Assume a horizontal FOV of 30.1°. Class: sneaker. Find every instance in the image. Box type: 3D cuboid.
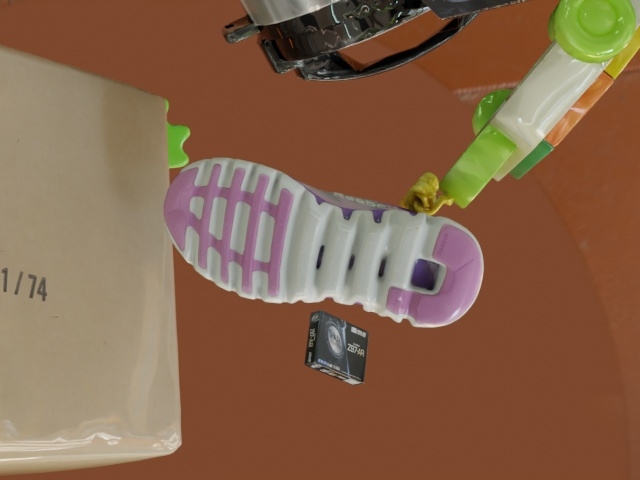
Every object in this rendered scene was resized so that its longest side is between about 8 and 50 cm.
[{"bbox_3d":[0.000,0.000,0.891,0.236,0.104,0.095,15,98,-3],"label":"sneaker"}]

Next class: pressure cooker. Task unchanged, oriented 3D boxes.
[{"bbox_3d":[0.043,-0.426,1.547,0.375,0.370,0.420,-44,116,-41],"label":"pressure cooker"}]

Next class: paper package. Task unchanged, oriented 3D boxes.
[{"bbox_3d":[-0.270,0.016,0.856,0.168,0.325,0.309,-11,76,35],"label":"paper package"}]

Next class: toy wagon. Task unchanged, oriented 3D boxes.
[{"bbox_3d":[0.192,-0.138,0.939,0.068,0.267,0.344,39,78,2],"label":"toy wagon"}]

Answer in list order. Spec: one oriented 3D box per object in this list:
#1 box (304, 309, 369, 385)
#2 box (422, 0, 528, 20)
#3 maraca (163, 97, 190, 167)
[{"bbox_3d":[0.020,0.127,1.407,0.083,0.018,0.067,28,58,-36],"label":"box"},{"bbox_3d":[0.134,-0.289,1.079,0.147,0.180,0.077,-6,65,34],"label":"box"},{"bbox_3d":[-0.241,-0.092,1.403,0.186,0.099,0.127,-38,111,-1],"label":"maraca"}]
